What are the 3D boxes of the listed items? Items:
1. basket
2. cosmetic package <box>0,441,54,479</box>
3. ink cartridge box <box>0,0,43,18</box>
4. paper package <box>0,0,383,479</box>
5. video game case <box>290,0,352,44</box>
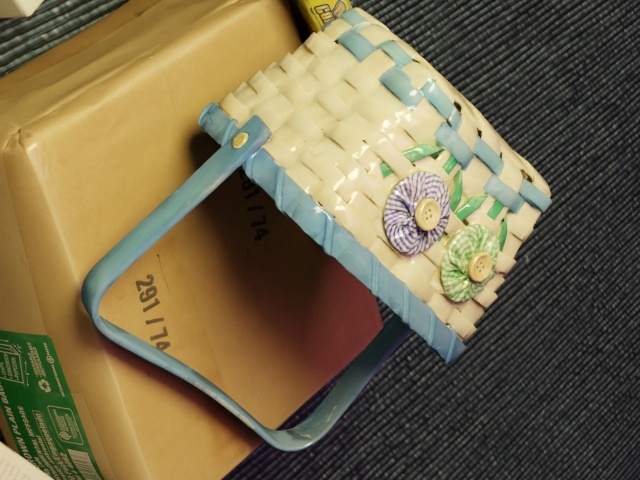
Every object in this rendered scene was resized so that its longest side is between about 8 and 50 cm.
[{"bbox_3d":[0.000,0.000,1.144,0.289,0.201,0.255,-45,134,7],"label":"basket"},{"bbox_3d":[-0.268,0.178,1.145,0.231,0.117,0.085,45,61,-43],"label":"cosmetic package"},{"bbox_3d":[-0.244,-0.267,1.166,0.127,0.072,0.175,-57,131,-30],"label":"ink cartridge box"},{"bbox_3d":[-0.131,0.001,1.251,0.309,0.168,0.325,-38,122,-40],"label":"paper package"},{"bbox_3d":[-0.016,-0.209,1.316,0.035,0.275,0.248,-28,122,-1],"label":"video game case"}]
